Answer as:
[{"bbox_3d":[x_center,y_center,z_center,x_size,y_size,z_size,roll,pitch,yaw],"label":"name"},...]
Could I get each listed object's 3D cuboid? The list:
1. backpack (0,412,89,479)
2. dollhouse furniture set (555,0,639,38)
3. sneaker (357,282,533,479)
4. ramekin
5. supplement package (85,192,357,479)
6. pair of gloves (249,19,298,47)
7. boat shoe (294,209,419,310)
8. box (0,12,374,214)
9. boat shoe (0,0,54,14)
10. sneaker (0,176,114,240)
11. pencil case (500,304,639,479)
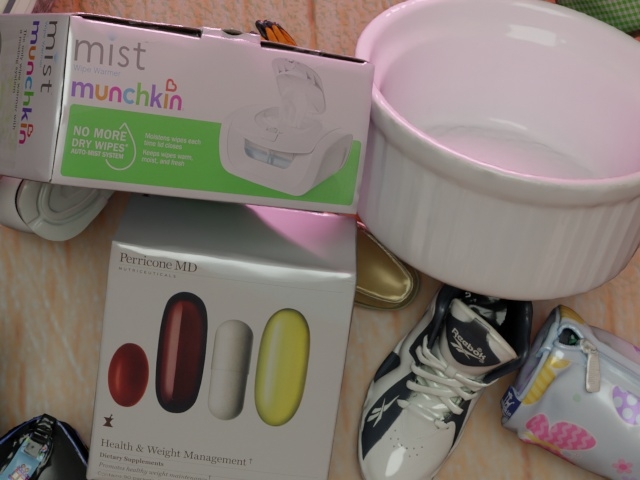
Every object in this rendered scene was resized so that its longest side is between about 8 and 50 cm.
[{"bbox_3d":[-0.249,0.246,1.430,0.173,0.117,0.158,-34,85,-6],"label":"backpack"},{"bbox_3d":[0.259,-0.264,1.397,0.151,0.301,0.197,-28,98,-47],"label":"dollhouse furniture set"},{"bbox_3d":[0.106,0.105,1.442,0.094,0.153,0.235,36,83,4],"label":"sneaker"},{"bbox_3d":[0.153,-0.075,1.414,0.277,0.277,0.135,7,127,-5],"label":"ramekin"},{"bbox_3d":[-0.076,0.085,1.407,0.194,0.149,0.203,7,108,-1],"label":"supplement package"},{"bbox_3d":[-0.053,-0.147,1.521,0.083,0.010,0.074,-40,117,-9],"label":"pair of gloves"},{"bbox_3d":[0.000,0.000,1.492,0.190,0.072,0.068,29,83,2],"label":"boat shoe"},{"bbox_3d":[-0.130,-0.100,1.332,0.262,0.231,0.127,6,93,-35],"label":"box"},{"bbox_3d":[-0.300,-0.226,1.459,0.156,0.187,0.500,27,88,-4],"label":"boat shoe"},{"bbox_3d":[-0.186,-0.093,1.493,0.235,0.095,0.090,-40,113,-25],"label":"sneaker"},{"bbox_3d":[0.288,0.157,1.458,0.273,0.124,0.113,28,43,0],"label":"pencil case"}]
